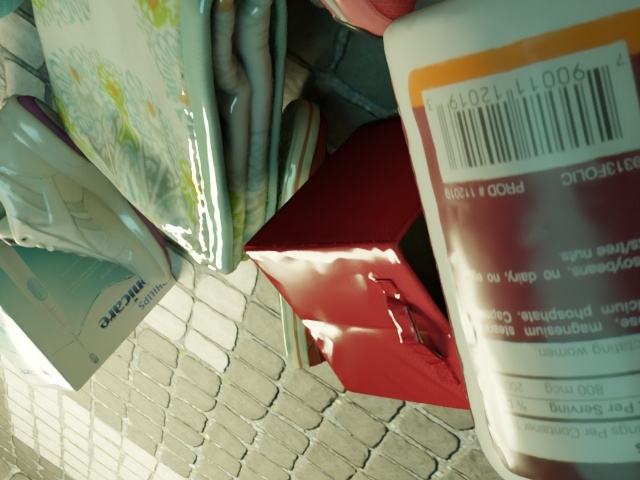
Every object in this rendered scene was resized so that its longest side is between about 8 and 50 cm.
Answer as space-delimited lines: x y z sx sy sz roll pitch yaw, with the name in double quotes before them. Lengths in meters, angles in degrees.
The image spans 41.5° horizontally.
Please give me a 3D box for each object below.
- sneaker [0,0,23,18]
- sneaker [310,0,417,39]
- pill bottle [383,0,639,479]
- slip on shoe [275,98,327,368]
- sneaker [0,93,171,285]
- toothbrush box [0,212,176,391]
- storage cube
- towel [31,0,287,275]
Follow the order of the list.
"sneaker" -0.365 -0.372 0.766 0.208 0.127 0.318 24 132 15
"sneaker" 0.040 -0.267 0.539 0.136 0.116 0.313 12 136 30
"pill bottle" 0.191 0.028 0.535 0.224 0.224 0.392 -5 104 43
"slip on shoe" 0.000 0.000 0.886 0.101 0.123 0.331 -7 127 -4
"sneaker" -0.305 -0.034 1.026 0.305 0.152 0.114 50 178 -35
"toothbrush box" -0.365 0.020 1.111 0.126 0.216 0.295 -6 127 45
"storage cube" 0.092 0.011 0.723 0.193 0.215 0.183 -3 128 51
"towel" -0.164 -0.172 0.765 0.320 0.090 0.374 42 148 26
